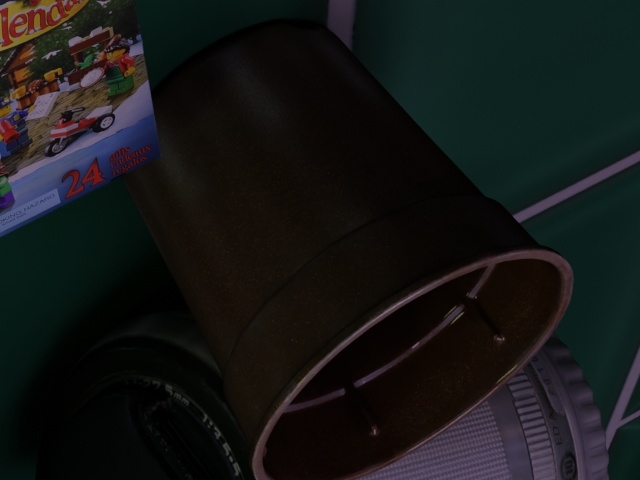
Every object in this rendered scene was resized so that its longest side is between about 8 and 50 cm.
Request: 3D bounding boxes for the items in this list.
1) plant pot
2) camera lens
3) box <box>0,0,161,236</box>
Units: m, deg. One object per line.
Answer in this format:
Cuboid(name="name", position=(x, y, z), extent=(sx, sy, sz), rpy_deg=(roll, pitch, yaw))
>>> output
Cuboid(name="plant pot", position=(0.000, 0.000, 0.816), extent=(0.167, 0.165, 0.167), rpy_deg=(-28, 154, -15))
Cuboid(name="camera lens", position=(0.000, 0.137, 0.987), extent=(0.274, 0.219, 0.219), rpy_deg=(-7, 143, -45))
Cuboid(name="box", position=(-0.178, -0.038, 0.676), extent=(0.233, 0.044, 0.159), rpy_deg=(-28, 154, -14))
